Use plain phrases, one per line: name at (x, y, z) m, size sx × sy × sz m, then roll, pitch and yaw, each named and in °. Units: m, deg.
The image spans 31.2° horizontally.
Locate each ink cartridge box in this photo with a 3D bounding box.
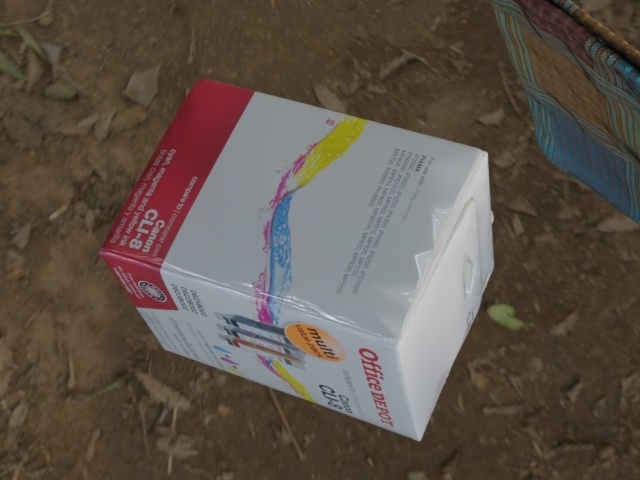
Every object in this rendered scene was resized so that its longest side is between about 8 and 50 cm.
ink cartridge box at (-0.004, 0.010, 0.649) m, size 0.176 × 0.128 × 0.127 m, roll 16°, pitch 63°, yaw 20°

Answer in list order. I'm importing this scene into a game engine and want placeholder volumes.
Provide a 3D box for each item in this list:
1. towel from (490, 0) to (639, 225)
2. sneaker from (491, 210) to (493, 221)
towel at (0.280, -0.118, 1.153) m, size 0.040 × 0.271 × 0.370 m, roll -42°, pitch 147°, yaw -1°
sneaker at (0.000, 0.000, 1.047) m, size 0.302 × 0.108 × 0.121 m, roll -28°, pitch 117°, yaw 26°
